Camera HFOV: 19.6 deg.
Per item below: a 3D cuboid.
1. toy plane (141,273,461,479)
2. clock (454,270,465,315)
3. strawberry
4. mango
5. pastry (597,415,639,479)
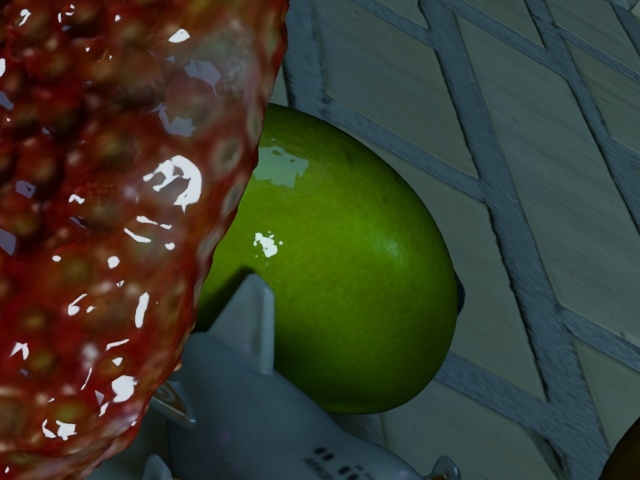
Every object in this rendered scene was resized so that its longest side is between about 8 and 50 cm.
[{"bbox_3d":[-0.002,0.133,0.952,0.244,0.117,0.245,31,20,-12],"label":"toy plane"},{"bbox_3d":[0.000,0.000,1.343,0.226,0.049,0.226,31,22,-14],"label":"clock"},{"bbox_3d":[-0.148,-0.045,0.768,0.312,0.351,0.267,57,20,19],"label":"strawberry"},{"bbox_3d":[-0.024,0.009,1.097,0.273,0.185,0.149,23,49,-29],"label":"mango"},{"bbox_3d":[0.282,0.190,0.926,0.312,0.389,0.388,25,16,23],"label":"pastry"}]
